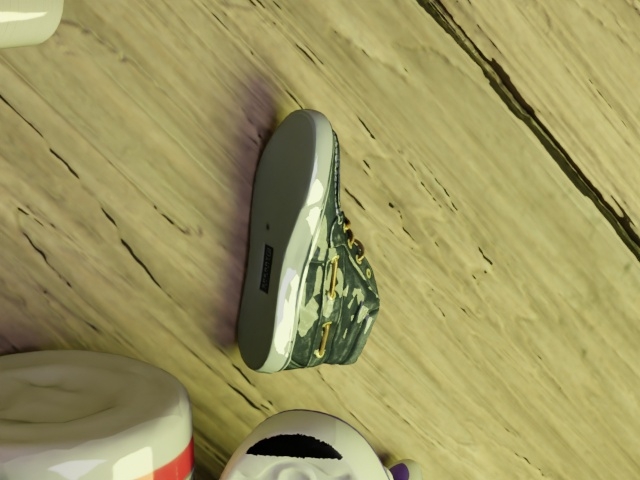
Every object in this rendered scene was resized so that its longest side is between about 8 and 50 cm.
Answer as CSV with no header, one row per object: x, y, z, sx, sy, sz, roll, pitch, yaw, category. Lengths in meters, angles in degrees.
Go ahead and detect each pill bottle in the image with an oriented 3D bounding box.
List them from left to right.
-0.162,0.242,1.198,0.176,0.176,0.319,-10,110,-29,pill bottle

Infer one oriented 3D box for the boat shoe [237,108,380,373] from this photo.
0.000,0.000,1.298,0.083,0.065,0.183,-1,112,-33,boat shoe

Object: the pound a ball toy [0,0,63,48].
-0.267,-0.126,0.959,0.319,0.208,0.136,-13,110,-44,pound a ball toy

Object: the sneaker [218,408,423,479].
0.017,0.190,1.292,0.236,0.130,0.323,-68,156,-54,sneaker
